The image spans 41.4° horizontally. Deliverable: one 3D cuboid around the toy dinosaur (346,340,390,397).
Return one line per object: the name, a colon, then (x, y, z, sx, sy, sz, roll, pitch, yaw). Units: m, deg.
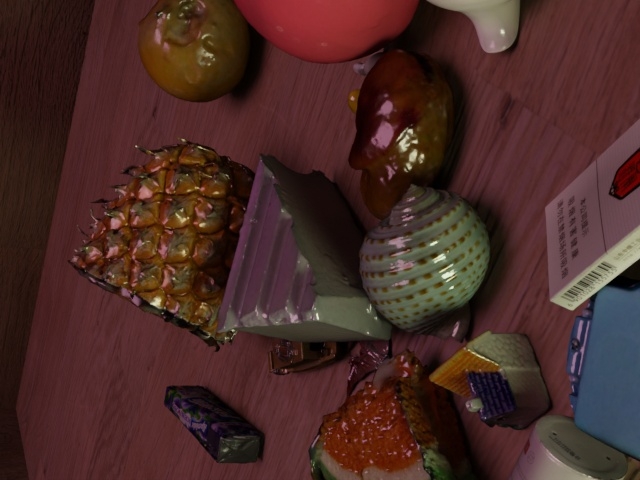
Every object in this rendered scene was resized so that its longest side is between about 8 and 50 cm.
toy dinosaur: (0.070, 0.156, 1.236, 0.108, 0.032, 0.220, 54, 134, 45)

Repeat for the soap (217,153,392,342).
soap: (0.000, 0.000, 1.210, 0.258, 0.159, 0.302, -12, 62, 55)

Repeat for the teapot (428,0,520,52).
teapot: (0.188, -0.380, 0.999, 0.204, 0.139, 0.297, 1, 84, 33)

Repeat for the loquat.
loquat: (-0.245, -0.389, 1.680, 0.244, 0.244, 0.243, -12, 76, 59)

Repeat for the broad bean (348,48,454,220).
broad bean: (0.100, -0.139, 1.129, 0.156, 0.122, 0.228, 31, 110, 55)

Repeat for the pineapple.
pineapple: (-0.235, -0.001, 1.474, 0.352, 0.352, 0.300, 4, 62, 60)

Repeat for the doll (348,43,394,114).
doll: (0.078, -0.234, 1.243, 0.113, 0.072, 0.135, -61, 33, 24)

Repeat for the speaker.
speaker: (0.012, -0.383, 1.150, 0.294, 0.294, 0.294, -12, 76, 59)

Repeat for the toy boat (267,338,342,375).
toy boat: (-0.034, 0.181, 1.366, 0.200, 0.077, 0.057, -29, 63, 56)

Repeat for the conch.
conch: (0.123, 0.033, 1.035, 0.172, 0.131, 0.199, -12, 83, 21)

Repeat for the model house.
model house: (0.187, 0.164, 0.958, 0.087, 0.100, 0.100, -51, 45, 45)

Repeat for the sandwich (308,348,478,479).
sandwich: (0.095, 0.267, 1.111, 0.292, 0.109, 0.212, -41, 45, 48)

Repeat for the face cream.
face cream: (0.226, 0.293, 0.877, 0.096, 0.096, 0.214, 51, 130, 50)

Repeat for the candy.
candy: (-0.215, 0.350, 1.650, 0.312, 0.088, 0.061, 18, 98, 60)

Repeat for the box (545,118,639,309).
box: (0.301, -0.050, 0.804, 0.245, 0.035, 0.139, -53, 19, 46)

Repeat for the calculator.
calculator: (0.333, 0.129, 0.756, 0.293, 0.051, 0.172, 19, 100, 60)
